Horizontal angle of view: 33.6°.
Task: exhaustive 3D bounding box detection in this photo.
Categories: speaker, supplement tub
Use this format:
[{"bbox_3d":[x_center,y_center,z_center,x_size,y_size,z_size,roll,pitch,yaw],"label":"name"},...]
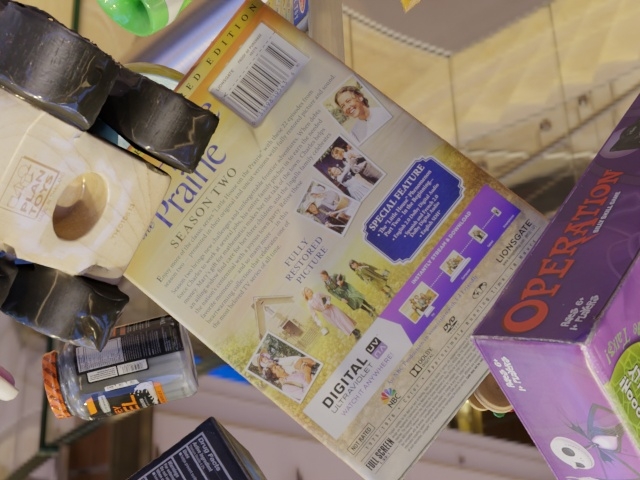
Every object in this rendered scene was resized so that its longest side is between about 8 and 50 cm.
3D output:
[{"bbox_3d":[-0.166,-0.402,1.391,0.131,0.296,0.131,31,154,17],"label":"speaker"},{"bbox_3d":[-0.268,0.173,1.424,0.190,0.117,0.117,-14,155,-3],"label":"supplement tub"}]

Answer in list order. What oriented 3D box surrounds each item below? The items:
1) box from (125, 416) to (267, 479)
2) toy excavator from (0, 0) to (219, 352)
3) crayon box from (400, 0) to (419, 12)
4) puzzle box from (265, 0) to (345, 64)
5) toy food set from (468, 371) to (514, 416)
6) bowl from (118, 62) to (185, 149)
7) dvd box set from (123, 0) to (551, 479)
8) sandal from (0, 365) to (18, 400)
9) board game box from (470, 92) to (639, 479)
[{"bbox_3d":[-0.167,0.458,1.441,0.294,0.296,0.182,-36,150,-3],"label":"box"},{"bbox_3d":[-0.371,-0.120,0.806,0.445,0.222,0.433,25,179,26],"label":"toy excavator"},{"bbox_3d":[0.123,-0.460,1.331,0.203,0.083,0.323,-39,150,-1],"label":"crayon box"},{"bbox_3d":[-0.046,-0.146,1.446,0.052,0.408,0.272,7,159,-26],"label":"puzzle box"},{"bbox_3d":[0.249,0.215,1.530,0.083,0.083,0.020,21,138,-15],"label":"toy food set"},{"bbox_3d":[-0.319,-0.214,1.931,0.290,0.156,0.289,-3,127,-4],"label":"bowl"},{"bbox_3d":[0.000,0.000,1.050,0.420,0.307,0.062,38,180,10],"label":"dvd box set"},{"bbox_3d":[-0.530,0.073,1.402,0.169,0.102,0.416,19,155,50],"label":"sandal"},{"bbox_3d":[0.199,0.090,0.426,0.056,0.208,0.346,-4,128,45],"label":"board game box"}]
